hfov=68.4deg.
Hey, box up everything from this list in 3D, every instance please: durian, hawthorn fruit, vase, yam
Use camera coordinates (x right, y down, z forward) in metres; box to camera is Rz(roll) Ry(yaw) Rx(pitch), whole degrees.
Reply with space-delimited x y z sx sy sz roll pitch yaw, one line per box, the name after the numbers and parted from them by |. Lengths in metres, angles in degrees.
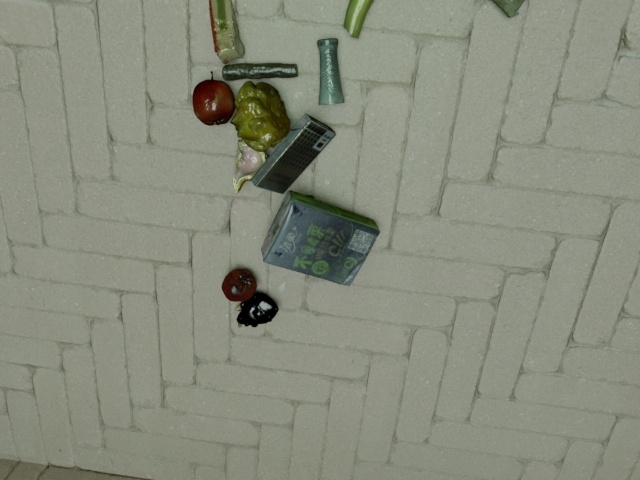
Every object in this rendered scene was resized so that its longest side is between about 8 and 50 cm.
-0.286 -0.285 1.827 0.140 0.078 0.224 23 96 -14 | durian
-0.391 -0.522 1.720 0.156 0.157 0.194 -5 93 7 | hawthorn fruit
0.032 -0.599 1.676 0.096 0.096 0.220 -2 109 6 | vase
-0.356 0.199 2.019 0.148 0.148 0.172 41 137 -11 | hawthorn fruit
-0.219 -0.614 1.708 0.273 0.061 0.061 0 112 4 | yam

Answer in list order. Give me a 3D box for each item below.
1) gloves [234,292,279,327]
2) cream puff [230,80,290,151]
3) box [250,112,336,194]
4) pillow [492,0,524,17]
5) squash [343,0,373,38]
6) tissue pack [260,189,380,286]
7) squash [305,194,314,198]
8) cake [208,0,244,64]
-0.294 0.323 2.072 0.164 0.124 0.203 42 103 8 | gloves
-0.216 -0.442 1.689 0.244 0.244 0.196 40 124 -11 | cream puff
-0.101 -0.313 1.761 0.325 0.180 0.047 -47 64 19 | box
0.576 -0.887 1.517 0.302 0.075 0.185 37 110 -7 | pillow
0.146 -0.813 1.583 0.083 0.083 0.250 24 114 -5 | squash
0.000 0.000 1.844 0.394 0.124 0.288 17 114 -23 | tissue pack
-0.090 -0.107 1.888 0.095 0.095 0.188 32 108 -8 | squash
-0.331 -0.740 1.677 0.086 0.117 0.221 -11 78 7 | cake
